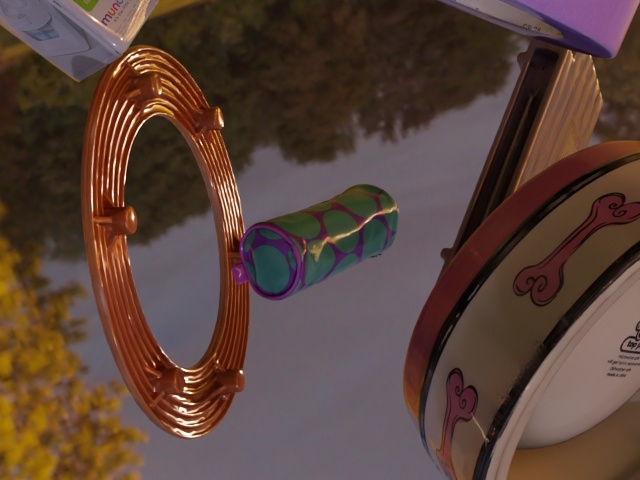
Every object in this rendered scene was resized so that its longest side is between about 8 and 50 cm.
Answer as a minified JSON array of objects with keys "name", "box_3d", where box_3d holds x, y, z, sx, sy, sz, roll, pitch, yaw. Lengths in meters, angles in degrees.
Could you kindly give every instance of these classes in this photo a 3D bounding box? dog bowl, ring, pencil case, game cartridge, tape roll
[{"name":"dog bowl","box_3d":[0.247,0.090,1.152,0.408,0.408,0.150,-25,-132,-25]},{"name":"ring","box_3d":[-0.114,-0.001,1.104,0.032,0.337,0.336,-7,-167,16]},{"name":"pencil case","box_3d":[0.000,0.000,1.048,0.070,0.065,0.151,-13,-174,38]},{"name":"game cartridge","box_3d":[0.221,-0.048,1.427,0.068,0.355,0.230,18,167,19]},{"name":"tape roll","box_3d":[0.131,-0.242,1.063,0.274,0.090,0.275,22,-172,-3]}]

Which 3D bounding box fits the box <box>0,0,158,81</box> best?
[{"name":"box","box_3d":[-0.200,-0.306,1.038,0.126,0.231,0.262,-11,-134,62]}]
